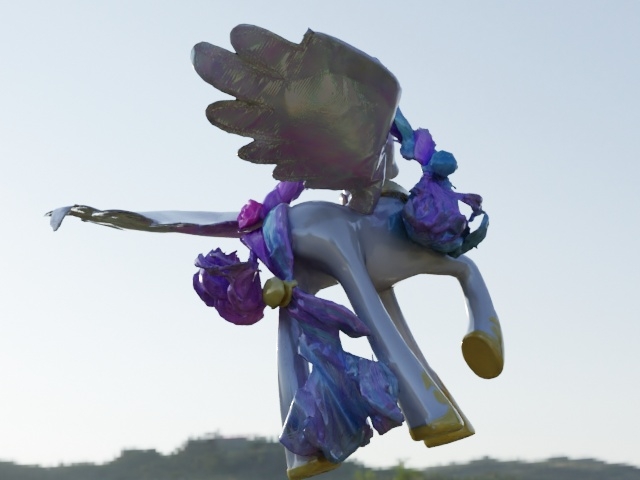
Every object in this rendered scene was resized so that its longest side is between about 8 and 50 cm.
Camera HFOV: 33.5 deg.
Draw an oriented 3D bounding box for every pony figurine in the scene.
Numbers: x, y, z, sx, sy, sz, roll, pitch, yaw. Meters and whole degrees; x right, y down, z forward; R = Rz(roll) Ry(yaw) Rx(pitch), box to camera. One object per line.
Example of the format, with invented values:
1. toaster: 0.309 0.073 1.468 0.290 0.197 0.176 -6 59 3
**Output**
1. pony figurine: 0.000 0.000 0.881 0.303 0.363 0.351 -29 -19 39
